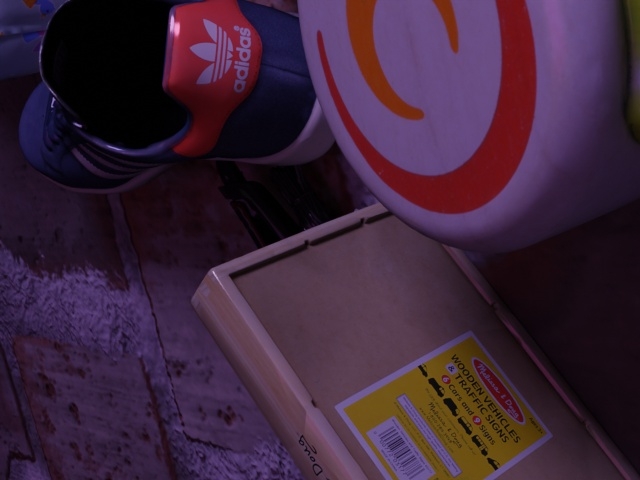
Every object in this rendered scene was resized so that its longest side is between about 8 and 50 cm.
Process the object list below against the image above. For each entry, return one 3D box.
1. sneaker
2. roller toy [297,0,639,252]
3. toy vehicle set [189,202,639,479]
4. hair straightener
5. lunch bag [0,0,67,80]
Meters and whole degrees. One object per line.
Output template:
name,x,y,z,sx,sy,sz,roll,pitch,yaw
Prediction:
sneaker,-0.147,-0.107,0.699,0.350,0.148,0.131,-5,80,46
roller toy,0.092,-0.105,0.448,0.209,0.146,0.191,58,150,20
toy vehicle set,0.067,0.102,0.554,0.267,0.166,0.035,54,138,18
hair straightener,0.000,0.000,0.696,0.089,0.047,0.230,-41,68,31
lunch bag,-0.282,-0.289,0.828,0.224,0.107,0.279,37,131,37
